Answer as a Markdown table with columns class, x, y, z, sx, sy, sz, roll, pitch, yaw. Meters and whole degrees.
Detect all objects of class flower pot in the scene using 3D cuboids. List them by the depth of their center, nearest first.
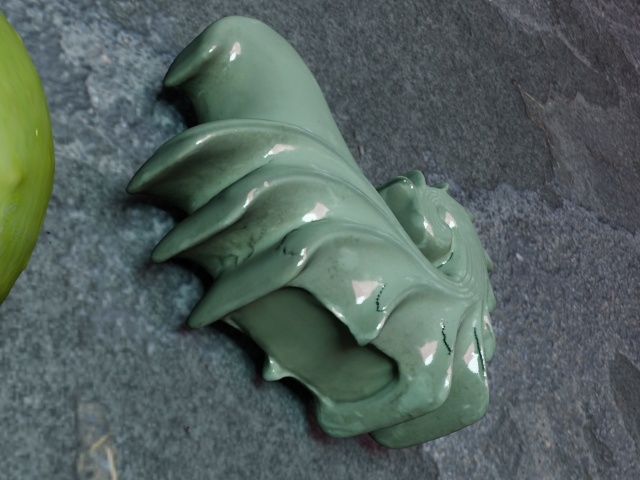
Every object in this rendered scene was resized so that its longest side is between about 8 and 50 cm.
| class | x | y | z | sx | sy | sz | roll | pitch | yaw |
| --- | --- | --- | --- | --- | --- | --- | --- | --- | --- |
| flower pot | 0.000 | 0.000 | 0.695 | 0.367 | 0.165 | 0.254 | 41 | 41 | -25 |

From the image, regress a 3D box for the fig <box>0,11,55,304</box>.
| class | x | y | z | sx | sy | sz | roll | pitch | yaw |
| --- | --- | --- | --- | --- | --- | --- | --- | --- | --- |
| fig | -0.242 | -0.040 | 0.349 | 0.258 | 0.326 | 0.258 | -4 | 97 | -34 |
